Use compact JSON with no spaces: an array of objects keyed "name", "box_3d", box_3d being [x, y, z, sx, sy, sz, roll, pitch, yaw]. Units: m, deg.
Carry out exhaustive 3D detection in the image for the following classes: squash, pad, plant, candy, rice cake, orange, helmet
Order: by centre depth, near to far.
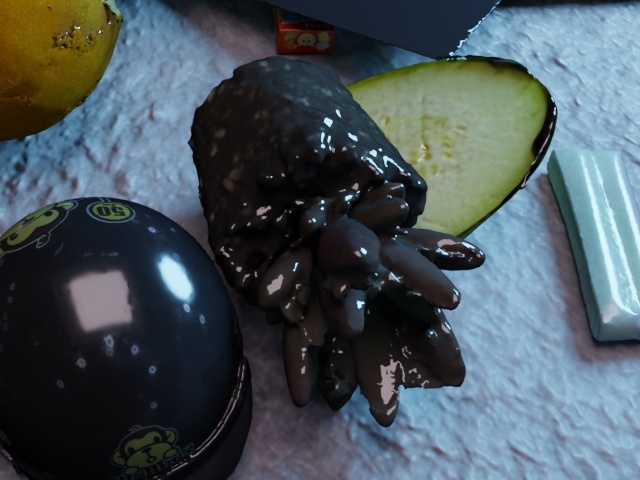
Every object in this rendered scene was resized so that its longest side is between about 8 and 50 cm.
[{"name":"helmet","box_3d":[-0.174,0.081,1.017,0.230,0.160,0.279,-22,66,-12]},{"name":"plant","box_3d":[0.000,0.000,1.101,0.181,0.194,0.321,15,37,-41]},{"name":"orange","box_3d":[-0.308,-0.212,1.198,0.239,0.240,0.240,4,53,-5]},{"name":"squash","box_3d":[0.097,-0.097,1.215,0.204,0.155,0.237,-10,56,-17]},{"name":"rice cake","box_3d":[0.281,-0.001,1.233,0.080,0.042,0.222,-2,53,-7]},{"name":"candy","box_3d":[-0.020,-0.258,1.389,0.062,0.038,0.122,0,53,-7]},{"name":"pad","box_3d":[0.034,-0.311,1.392,0.367,0.007,0.248,22,50,24]}]
